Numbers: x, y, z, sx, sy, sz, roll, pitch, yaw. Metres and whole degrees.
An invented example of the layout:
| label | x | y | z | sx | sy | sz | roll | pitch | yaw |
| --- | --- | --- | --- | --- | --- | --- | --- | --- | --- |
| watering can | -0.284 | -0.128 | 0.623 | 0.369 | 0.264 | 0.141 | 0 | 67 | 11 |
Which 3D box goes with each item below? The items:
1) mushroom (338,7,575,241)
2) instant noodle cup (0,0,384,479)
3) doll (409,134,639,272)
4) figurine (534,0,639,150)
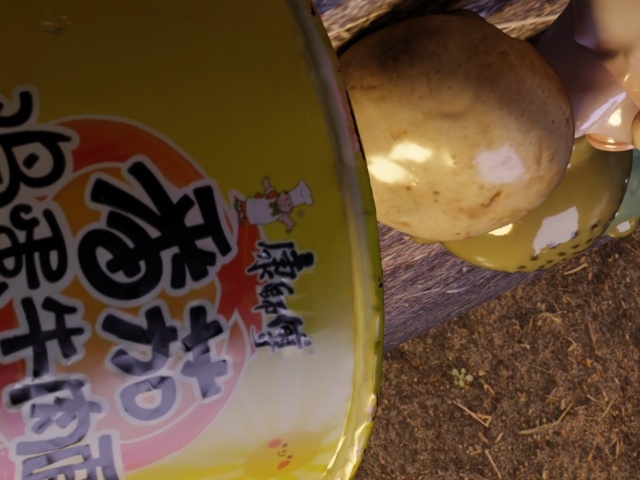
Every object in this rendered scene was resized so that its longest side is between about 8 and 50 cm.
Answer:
| label | x | y | z | sx | sy | sz | roll | pitch | yaw |
| --- | --- | --- | --- | --- | --- | --- | --- | --- | --- |
| mushroom | 0.080 | -0.075 | 1.053 | 0.166 | 0.166 | 0.127 | -37 | -152 | 47 |
| instant noodle cup | -0.123 | 0.006 | 0.613 | 0.200 | 0.264 | 0.264 | -14 | 166 | -28 |
| doll | 0.183 | -0.063 | 1.340 | 0.177 | 0.161 | 0.260 | -30 | 173 | 29 |
| figurine | 0.211 | -0.136 | 1.068 | 0.200 | 0.133 | 0.276 | -68 | -172 | -30 |
